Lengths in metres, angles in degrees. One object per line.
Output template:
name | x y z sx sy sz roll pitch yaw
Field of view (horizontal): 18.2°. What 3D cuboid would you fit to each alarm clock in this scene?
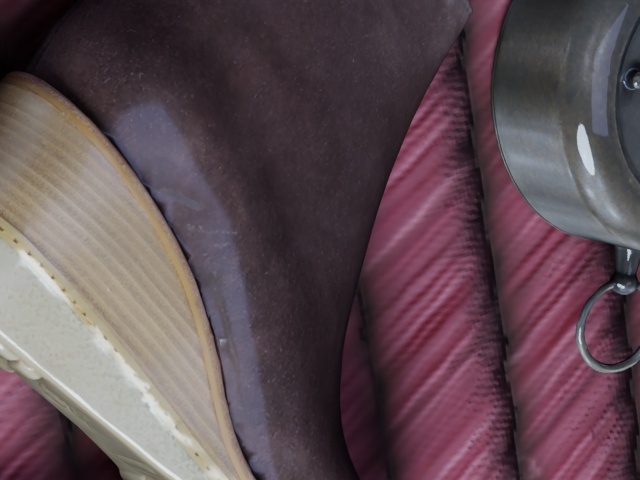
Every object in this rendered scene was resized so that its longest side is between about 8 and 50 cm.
alarm clock | 0.131 -0.041 0.779 0.129 0.064 0.192 3 100 -34

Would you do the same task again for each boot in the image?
boot | 0.000 0.000 0.681 0.248 0.090 0.207 47 71 -33
